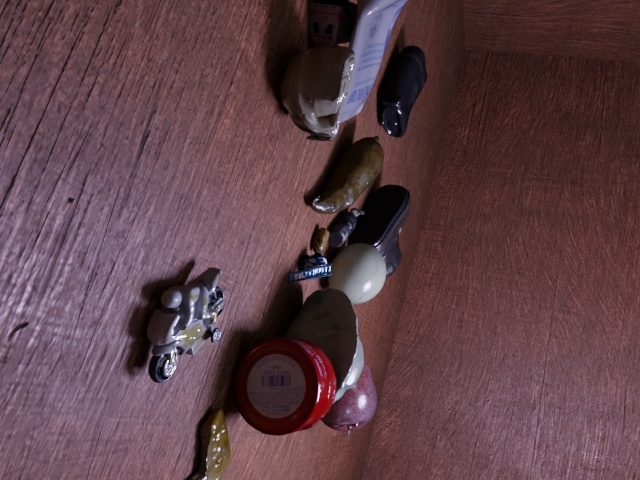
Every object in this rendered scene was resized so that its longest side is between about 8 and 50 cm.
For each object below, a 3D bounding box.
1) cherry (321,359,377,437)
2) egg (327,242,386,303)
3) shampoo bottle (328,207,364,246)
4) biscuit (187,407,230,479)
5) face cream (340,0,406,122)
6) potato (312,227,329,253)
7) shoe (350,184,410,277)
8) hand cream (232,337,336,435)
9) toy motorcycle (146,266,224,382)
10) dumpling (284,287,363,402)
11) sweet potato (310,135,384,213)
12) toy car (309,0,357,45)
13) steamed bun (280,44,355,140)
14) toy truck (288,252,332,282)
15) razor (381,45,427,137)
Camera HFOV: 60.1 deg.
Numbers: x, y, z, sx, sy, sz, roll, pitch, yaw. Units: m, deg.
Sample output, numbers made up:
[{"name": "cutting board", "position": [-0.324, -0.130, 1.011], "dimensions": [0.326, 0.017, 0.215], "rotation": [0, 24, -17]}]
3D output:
[{"name": "cherry", "position": [0.089, 0.532, 1.942], "dimensions": [0.261, 0.221, 0.308], "rotation": [84, 11, -61]}, {"name": "egg", "position": [0.122, 0.107, 1.820], "dimensions": [0.253, 0.186, 0.187], "rotation": [-51, 147, -50]}, {"name": "shampoo bottle", "position": [0.085, -0.051, 1.815], "dimensions": [0.208, 0.063, 0.057], "rotation": [-53, 160, -53]}, {"name": "biscuit", "position": [-0.250, 0.483, 1.192], "dimensions": [0.183, 0.038, 0.174], "rotation": [-57, 153, -49]}, {"name": "face cream", "position": [0.115, -0.490, 1.358], "dimensions": [0.235, 0.137, 0.420], "rotation": [-43, 156, -55]}, {"name": "potato", "position": [0.000, 0.000, 1.633], "dimensions": [0.051, 0.040, 0.083], "rotation": [85, 22, -71]}, {"name": "shoe", "position": [0.246, -0.025, 2.123], "dimensions": [0.237, 0.171, 0.384], "rotation": [73, 34, -42]}, {"name": "hand cream", "position": [-0.084, 0.341, 1.310], "dimensions": [0.149, 0.230, 0.230], "rotation": [40, 63, -69]}, {"name": "toy motorcycle", "position": [-0.238, 0.133, 0.975], "dimensions": [0.229, 0.074, 0.151], "rotation": [-54, 146, -45]}, {"name": "dumpling", "position": [0.018, 0.284, 1.523], "dimensions": [0.270, 0.320, 0.212], "rotation": [-57, 143, -10]}, {"name": "sweet potato", "position": [0.084, -0.185, 1.658], "dimensions": [0.423, 0.130, 0.131], "rotation": [-50, 147, -40]}, {"name": "toy car", "position": [0.048, -0.546, 1.378], "dimensions": [0.209, 0.089, 0.108], "rotation": [-43, 141, -57]}, {"name": "steamed bun", "position": [-0.020, -0.334, 1.233], "dimensions": [0.218, 0.144, 0.211], "rotation": [-115, -145, -67]}, {"name": "toy truck", "position": [-0.038, 0.080, 1.550], "dimensions": [0.136, 0.074, 0.063], "rotation": [-11, 117, -25]}, {"name": "razor", "position": [0.309, -0.563, 2.085], "dimensions": [0.204, 0.113, 0.349], "rotation": [71, 37, -54]}]
